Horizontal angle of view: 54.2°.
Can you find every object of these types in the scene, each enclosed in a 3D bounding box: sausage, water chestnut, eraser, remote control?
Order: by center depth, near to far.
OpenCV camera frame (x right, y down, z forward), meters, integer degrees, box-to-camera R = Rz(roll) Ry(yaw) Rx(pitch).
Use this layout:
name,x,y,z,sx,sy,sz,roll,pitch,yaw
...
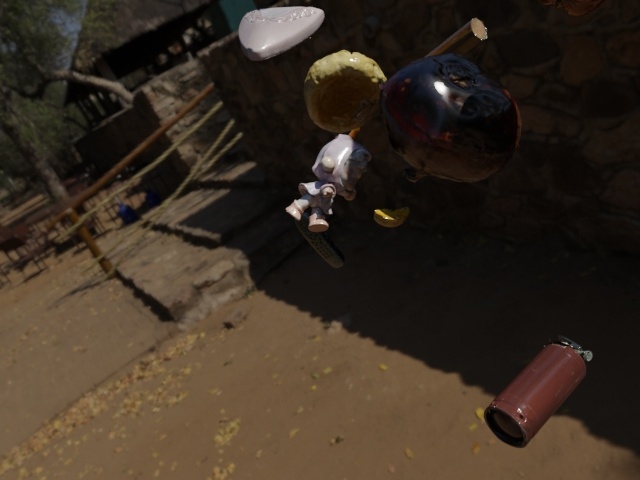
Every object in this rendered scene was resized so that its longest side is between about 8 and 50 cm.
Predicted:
name,x,y,z,sx,sy,sz,roll,pitch,yaw
eraser,-0.115,-0.493,1.465,0.204,0.059,0.243,3,40,14
water chestnut,0.284,-0.268,1.481,0.350,0.350,0.302,-54,-10,-53
sausage,0.378,-0.581,2.032,0.371,0.082,0.082,-29,11,49
remote control,0.000,0.000,2.044,0.072,0.222,0.042,-24,22,46

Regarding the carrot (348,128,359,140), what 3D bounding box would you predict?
name,x,y,z,sx,sy,sz,roll,pitch,yaw
carrot,0.079,-0.311,2.103,0.190,0.037,0.037,-51,12,16

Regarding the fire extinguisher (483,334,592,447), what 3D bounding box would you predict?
name,x,y,z,sx,sy,sz,roll,pitch,yaw
fire extinguisher,0.424,0.270,1.193,0.269,0.105,0.104,-35,19,-29

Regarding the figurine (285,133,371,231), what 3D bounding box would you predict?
name,x,y,z,sx,sy,sz,roll,pitch,yaw
figurine,0.024,-0.156,1.655,0.133,0.200,0.276,29,79,33

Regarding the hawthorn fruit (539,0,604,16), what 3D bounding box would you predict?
name,x,y,z,sx,sy,sz,roll,pitch,yaw
hawthorn fruit,0.467,-0.505,1.128,0.189,0.189,0.189,-26,18,9

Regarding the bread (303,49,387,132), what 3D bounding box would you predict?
name,x,y,z,sx,sy,sz,roll,pitch,yaw
bread,0.069,-0.421,1.737,0.244,0.244,0.134,-22,40,19

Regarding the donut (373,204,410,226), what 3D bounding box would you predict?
name,x,y,z,sx,sy,sz,roll,pitch,yaw
donut,0.170,-0.059,1.483,0.067,0.038,0.083,29,44,21
